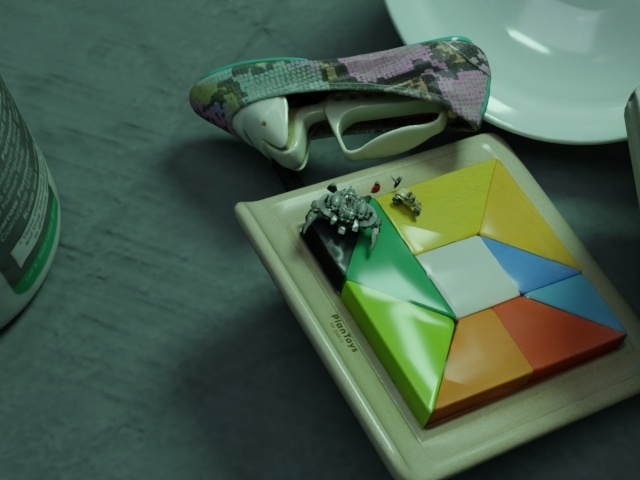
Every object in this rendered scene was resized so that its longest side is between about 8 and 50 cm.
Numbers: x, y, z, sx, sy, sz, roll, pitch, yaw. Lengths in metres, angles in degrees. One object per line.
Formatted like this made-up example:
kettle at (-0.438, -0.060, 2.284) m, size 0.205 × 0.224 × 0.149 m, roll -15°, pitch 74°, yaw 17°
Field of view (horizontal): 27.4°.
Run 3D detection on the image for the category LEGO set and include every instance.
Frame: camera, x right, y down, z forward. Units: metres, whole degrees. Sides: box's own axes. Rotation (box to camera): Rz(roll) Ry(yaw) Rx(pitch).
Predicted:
LEGO set at (0.026, -0.024, 0.830) m, size 0.054 × 0.023 × 0.083 m, roll 41°, pitch 54°, yaw 18°

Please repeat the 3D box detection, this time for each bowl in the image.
bowl at (0.193, -0.225, 0.940) m, size 0.298 × 0.134 × 0.297 m, roll 4°, pitch 105°, yaw 16°

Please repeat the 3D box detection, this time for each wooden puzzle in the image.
wooden puzzle at (0.091, 0.028, 0.845) m, size 0.239 × 0.044 × 0.221 m, roll -15°, pitch 58°, yaw -31°

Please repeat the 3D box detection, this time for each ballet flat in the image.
ballet flat at (0.009, -0.090, 0.916) m, size 0.222 × 0.077 × 0.079 m, roll -5°, pitch 63°, yaw 16°

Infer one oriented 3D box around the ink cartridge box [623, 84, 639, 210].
ink cartridge box at (0.312, -0.028, 0.789) m, size 0.233 × 0.168 × 0.171 m, roll -10°, pitch 89°, yaw 10°

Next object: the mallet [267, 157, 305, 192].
mallet at (0.000, 0.000, 0.931) m, size 0.039 × 0.062 × 0.189 m, roll -20°, pitch 47°, yaw -13°

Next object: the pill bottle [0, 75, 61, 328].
pill bottle at (-0.302, -0.083, 0.812) m, size 0.204 × 0.361 × 0.204 m, roll -2°, pitch 62°, yaw 4°
